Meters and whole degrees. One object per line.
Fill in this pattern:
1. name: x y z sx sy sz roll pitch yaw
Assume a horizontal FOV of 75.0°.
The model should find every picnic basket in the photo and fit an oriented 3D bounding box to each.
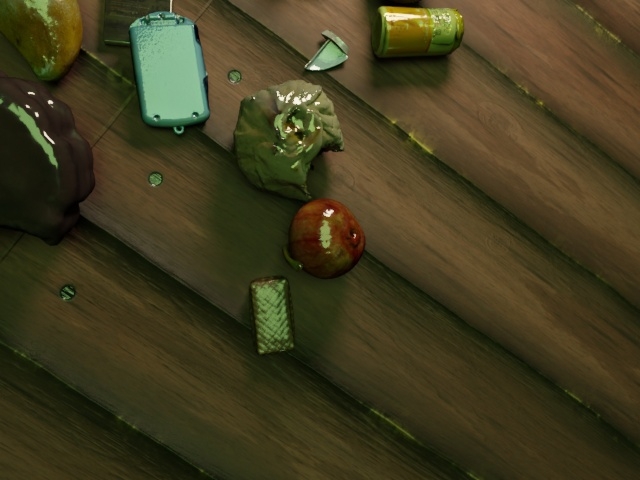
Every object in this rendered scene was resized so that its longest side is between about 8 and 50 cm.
1. picnic basket: -0.119 0.186 1.026 0.109 0.055 0.194 -6 89 -10

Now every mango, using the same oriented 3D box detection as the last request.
1. mango: -0.653 -0.525 0.945 0.192 0.146 0.317 -20 96 -3

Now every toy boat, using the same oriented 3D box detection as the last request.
1. toy boat: 0.012 -0.488 1.116 0.096 0.034 0.122 39 89 -5

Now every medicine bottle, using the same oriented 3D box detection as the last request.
1. medicine bottle: 0.263 -0.555 1.114 0.238 0.124 0.124 -6 87 -9

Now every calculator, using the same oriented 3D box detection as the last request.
1. calculator: -0.364 -0.406 1.018 0.172 0.051 0.294 -8 93 -13

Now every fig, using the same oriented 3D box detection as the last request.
1. fig: 0.001 -0.001 1.001 0.204 0.205 0.206 1 86 -10

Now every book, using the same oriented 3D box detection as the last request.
1. book: -0.452 -0.594 1.043 0.160 0.024 0.229 2 85 -10

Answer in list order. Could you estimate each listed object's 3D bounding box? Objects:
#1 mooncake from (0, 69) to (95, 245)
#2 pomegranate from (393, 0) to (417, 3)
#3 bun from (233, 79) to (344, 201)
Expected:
1. mooncake: -0.675 -0.165 0.856 0.380 0.212 0.351 15 106 -13
2. pomegranate: 0.227 -0.722 1.084 0.191 0.191 0.192 1 86 -10
3. bun: -0.080 -0.248 0.989 0.281 0.205 0.282 1 84 -8
